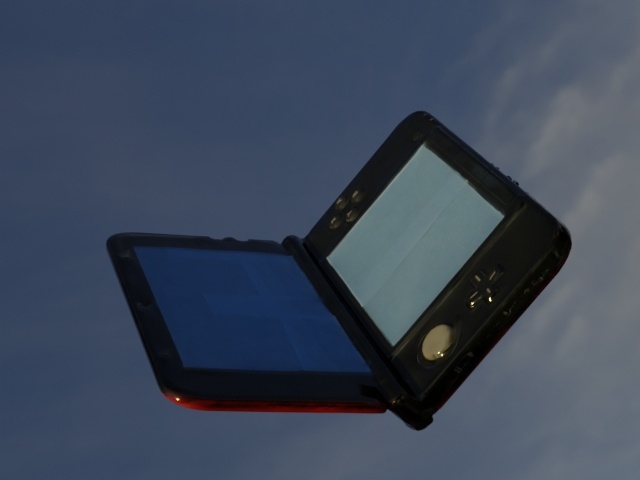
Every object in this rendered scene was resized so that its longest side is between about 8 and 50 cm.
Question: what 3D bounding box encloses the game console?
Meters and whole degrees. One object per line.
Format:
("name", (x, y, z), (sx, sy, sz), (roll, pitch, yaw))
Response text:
("game console", (0.000, 0.000, 0.491), (0.085, 0.144, 0.124), (36, -82, -28))
